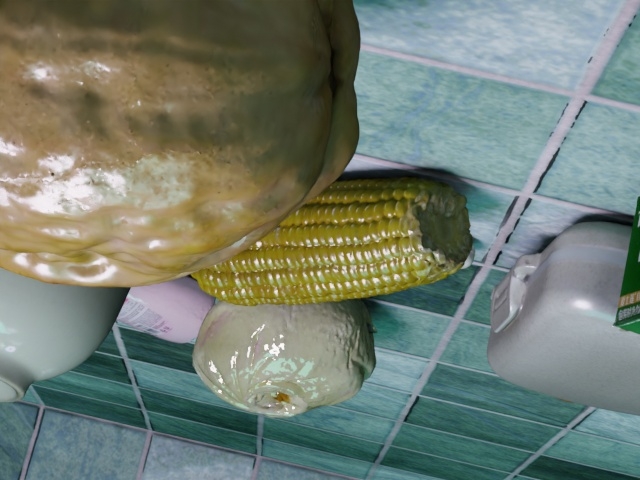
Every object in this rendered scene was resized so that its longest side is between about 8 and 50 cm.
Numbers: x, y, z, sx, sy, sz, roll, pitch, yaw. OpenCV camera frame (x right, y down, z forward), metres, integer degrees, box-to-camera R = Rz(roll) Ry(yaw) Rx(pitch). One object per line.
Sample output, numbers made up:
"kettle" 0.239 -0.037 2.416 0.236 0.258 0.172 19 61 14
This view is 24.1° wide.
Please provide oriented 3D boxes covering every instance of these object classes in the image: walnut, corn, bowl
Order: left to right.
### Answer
"bowl" -0.399 0.072 1.719 0.354 0.185 0.354 11 160 4
"walnut" -0.149 -0.114 1.016 0.344 0.306 0.306 9 162 13
"corn" 0.000 0.000 1.544 0.344 0.131 0.131 -7 154 44

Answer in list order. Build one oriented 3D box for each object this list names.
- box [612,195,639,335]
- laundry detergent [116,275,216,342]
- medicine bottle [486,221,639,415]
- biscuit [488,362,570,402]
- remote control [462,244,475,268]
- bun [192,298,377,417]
"box" 0.342 0.009 1.296 0.081 0.135 0.199 18 161 -16
"laundry detergent" -0.306 0.043 1.971 0.335 0.088 0.159 24 159 -28
"medicine bottle" 0.326 0.095 1.600 0.282 0.123 0.375 15 164 -1
"biscuit" 0.316 0.170 1.986 0.183 0.043 0.280 10 167 23
"remote control" 0.107 0.008 1.642 0.122 0.032 0.074 -5 155 43
"bun" -0.038 0.152 1.951 0.244 0.153 0.244 -1 163 0
